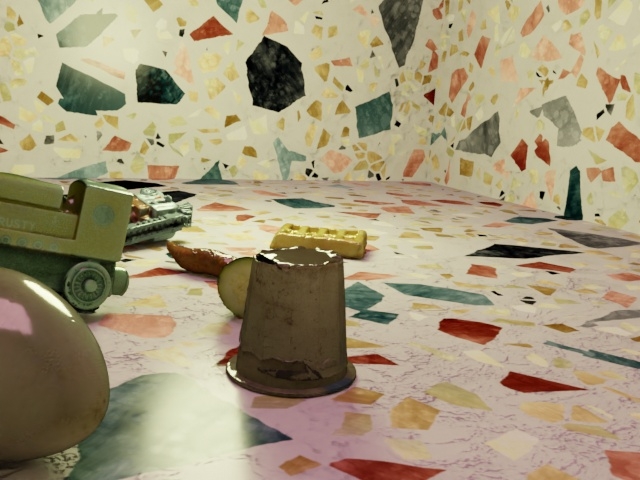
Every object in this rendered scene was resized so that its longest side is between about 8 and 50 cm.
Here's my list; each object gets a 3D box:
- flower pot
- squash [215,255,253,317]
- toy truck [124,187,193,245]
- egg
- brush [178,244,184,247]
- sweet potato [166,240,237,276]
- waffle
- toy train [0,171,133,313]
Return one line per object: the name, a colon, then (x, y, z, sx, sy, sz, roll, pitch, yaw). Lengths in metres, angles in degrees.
flower pot: (-0.048, 0.119, 1.164, 0.212, 0.202, 0.212, 0, 12, 0)
squash: (-0.130, 0.095, 1.522, 0.137, 0.137, 0.287, 5, 0, 4)
toy truck: (-0.515, -0.050, 2.019, 0.184, 0.133, 0.338, 27, 26, 38)
egg: (-0.377, 0.147, 0.859, 0.295, 0.218, 0.218, 17, 16, 20)
brush: (-0.367, 0.022, 1.992, 0.084, 0.013, 0.016, 9, 10, 16)
sweet potato: (-0.255, 0.052, 1.732, 0.314, 0.066, 0.072, 10, -19, 29)
waffle: (0.000, 0.000, 2.100, 0.274, 0.057, 0.168, 6, 12, 8)
toy train: (-0.537, -0.008, 1.341, 0.397, 0.253, 0.160, 11, -2, -33)
